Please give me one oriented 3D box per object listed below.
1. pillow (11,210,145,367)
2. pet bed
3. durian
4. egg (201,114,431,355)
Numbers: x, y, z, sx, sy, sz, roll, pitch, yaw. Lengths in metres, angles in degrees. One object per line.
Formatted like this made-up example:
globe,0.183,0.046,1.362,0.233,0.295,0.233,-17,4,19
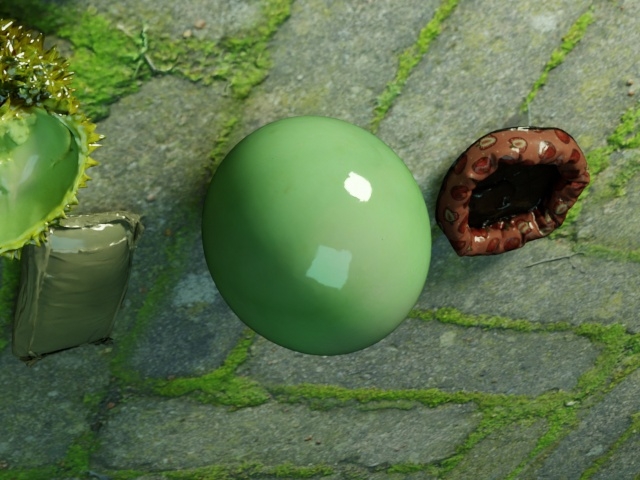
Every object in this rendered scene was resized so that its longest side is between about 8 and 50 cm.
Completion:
pillow,-0.255,0.046,1.002,0.119,0.053,0.208,-3,135,-29
pet bed,0.224,-0.056,1.137,0.201,0.053,0.201,-16,144,-12
durian,-0.297,-0.092,0.743,0.237,0.176,0.200,8,131,-31
egg,0.000,0.000,0.954,0.220,0.220,0.269,-29,139,5
